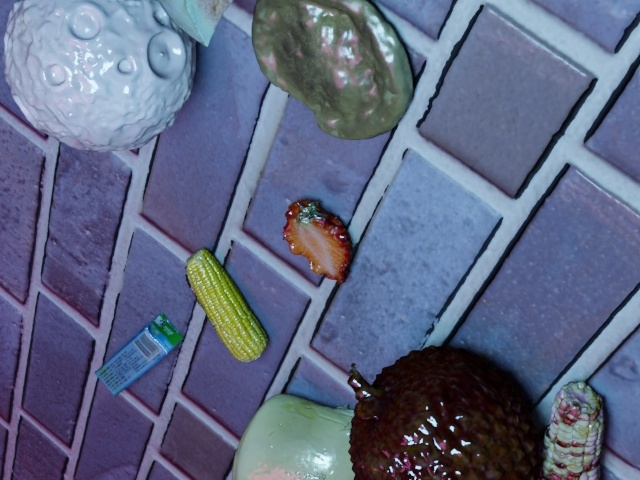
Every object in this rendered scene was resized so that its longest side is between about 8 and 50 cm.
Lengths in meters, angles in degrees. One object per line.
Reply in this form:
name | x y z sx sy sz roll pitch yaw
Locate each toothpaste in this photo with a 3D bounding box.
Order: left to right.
toothpaste | -0.343 0.216 2.013 0.065 0.050 0.266 48 140 -3

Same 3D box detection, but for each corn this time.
corn | -0.155 0.107 1.749 0.072 0.072 0.203 -17 109 47
corn | 0.343 0.308 1.471 0.092 0.092 0.281 22 132 26

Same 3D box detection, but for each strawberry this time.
strawberry | 0.001 -0.002 1.543 0.103 0.048 0.152 6 140 29

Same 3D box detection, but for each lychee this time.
lychee | 0.156 0.270 1.464 0.300 0.264 0.264 33 140 -3

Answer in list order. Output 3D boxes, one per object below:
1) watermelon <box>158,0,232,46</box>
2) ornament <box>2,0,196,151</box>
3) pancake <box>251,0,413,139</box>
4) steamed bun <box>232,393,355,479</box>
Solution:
watermelon | -0.141 -0.381 1.255 0.176 0.260 0.256 29 156 -1
ornament | -0.284 -0.245 1.429 0.225 0.259 0.260 8 127 37
pancake | 0.009 -0.227 1.352 0.222 0.042 0.236 -23 105 50
steamed bun | -0.028 0.394 1.777 0.232 0.166 0.273 24 125 23
